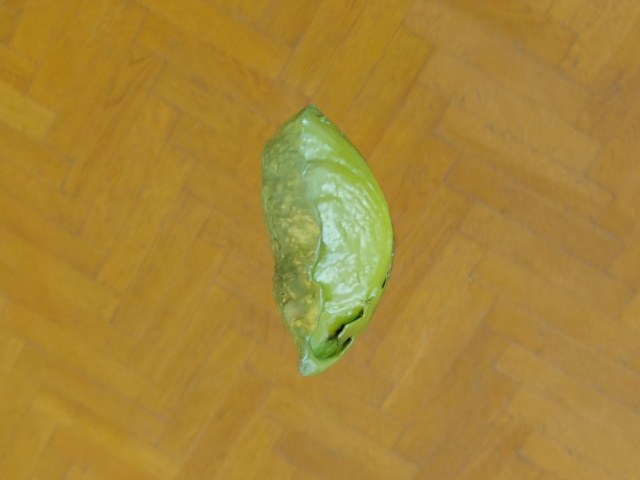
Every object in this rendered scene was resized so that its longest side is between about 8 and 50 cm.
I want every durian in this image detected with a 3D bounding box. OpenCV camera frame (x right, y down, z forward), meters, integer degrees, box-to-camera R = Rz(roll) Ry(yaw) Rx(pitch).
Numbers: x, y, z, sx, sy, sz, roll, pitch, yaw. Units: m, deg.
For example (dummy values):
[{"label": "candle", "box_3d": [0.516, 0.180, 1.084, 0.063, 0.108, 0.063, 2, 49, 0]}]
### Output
[{"label": "durian", "box_3d": [0.000, 0.000, 1.110, 0.101, 0.139, 0.250, -16, 76, 47]}]
